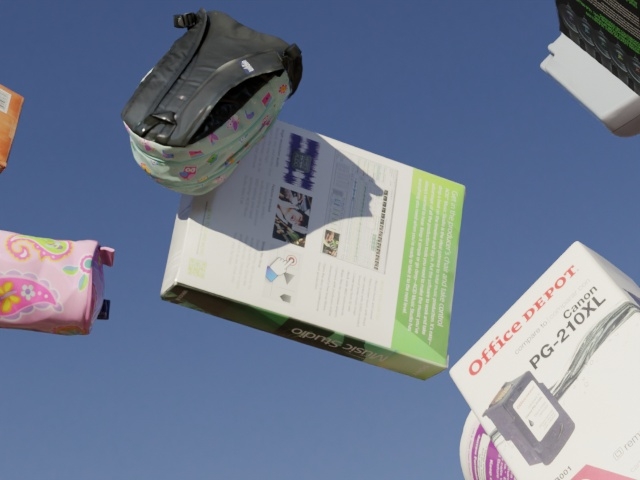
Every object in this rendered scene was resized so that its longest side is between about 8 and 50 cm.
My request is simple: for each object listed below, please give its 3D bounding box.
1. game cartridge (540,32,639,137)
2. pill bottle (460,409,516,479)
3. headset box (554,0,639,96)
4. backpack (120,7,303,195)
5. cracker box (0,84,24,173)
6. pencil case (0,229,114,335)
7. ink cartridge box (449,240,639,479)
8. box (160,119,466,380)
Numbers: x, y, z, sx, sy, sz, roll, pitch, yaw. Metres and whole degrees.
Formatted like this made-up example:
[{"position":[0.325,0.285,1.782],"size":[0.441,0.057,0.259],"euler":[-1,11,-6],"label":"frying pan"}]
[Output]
[{"position":[0.387,-0.249,1.585],"size":[0.297,0.198,0.062],"euler":[-45,-52,9],"label":"game cartridge"},{"position":[0.271,0.233,1.467],"size":[0.169,0.169,0.301],"euler":[5,3,-18],"label":"pill bottle"},{"position":[0.304,-0.277,1.157],"size":[0.246,0.131,0.283],"euler":[-35,-36,-10],"label":"headset box"},{"position":[-0.117,-0.138,1.520],"size":[0.152,0.182,0.115],"euler":[23,-31,28],"label":"backpack"},{"position":[-0.525,-0.105,2.142],"size":[0.067,0.155,0.232],"euler":[30,-52,-25],"label":"cracker box"},{"position":[-0.393,0.041,1.756],"size":[0.284,0.124,0.124],"euler":[6,-26,-2],"label":"pencil case"},{"position":[0.237,0.142,1.241],"size":[0.100,0.237,0.172],"euler":[32,-73,-38],"label":"ink cartridge box"},{"position":[0.000,0.000,1.620],"size":[0.322,0.232,0.058],"euler":[18,-28,-17],"label":"box"}]
